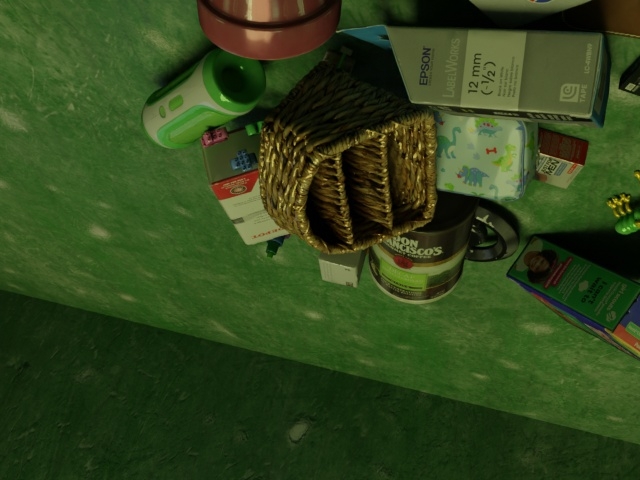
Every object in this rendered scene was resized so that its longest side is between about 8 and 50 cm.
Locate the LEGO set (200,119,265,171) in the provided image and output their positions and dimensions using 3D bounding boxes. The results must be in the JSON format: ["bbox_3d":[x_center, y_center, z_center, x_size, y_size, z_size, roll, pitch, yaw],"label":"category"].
[{"bbox_3d":[-0.103,-0.183,1.565,0.227,0.087,0.093,-19,-178,4],"label":"LEGO set"}]

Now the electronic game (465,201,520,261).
[{"bbox_3d":[0.315,-0.024,1.865,0.229,0.048,0.229,19,154,10],"label":"electronic game"}]

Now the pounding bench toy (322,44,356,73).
[{"bbox_3d":[0.025,-0.279,1.445,0.052,0.065,0.083,20,158,-7],"label":"pounding bench toy"}]

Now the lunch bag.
[{"bbox_3d":[0.250,-0.166,1.434,0.219,0.090,0.176,12,128,28],"label":"lunch bag"}]

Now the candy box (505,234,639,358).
[{"bbox_3d":[0.588,0.137,1.799,0.268,0.122,0.317,33,179,-34],"label":"candy box"}]

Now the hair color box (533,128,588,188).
[{"bbox_3d":[0.370,-0.153,1.517,0.167,0.053,0.093,17,158,3],"label":"hair color box"}]

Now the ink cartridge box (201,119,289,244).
[{"bbox_3d":[-0.103,-0.118,1.757,0.197,0.114,0.273,-17,152,3],"label":"ink cartridge box"}]

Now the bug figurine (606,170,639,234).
[{"bbox_3d":[0.659,-0.032,1.571,0.279,0.072,0.216,22,158,-14],"label":"bug figurine"}]

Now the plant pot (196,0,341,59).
[{"bbox_3d":[-0.070,-0.372,1.151,0.201,0.201,0.180,13,142,10],"label":"plant pot"}]

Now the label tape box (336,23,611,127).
[{"bbox_3d":[0.221,-0.230,1.224,0.348,0.115,0.249,6,-174,20],"label":"label tape box"}]

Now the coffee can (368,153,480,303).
[{"bbox_3d":[0.195,-0.027,1.691,0.202,0.201,0.275,13,150,10],"label":"coffee can"}]

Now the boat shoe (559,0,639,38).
[{"bbox_3d":[0.453,-0.285,1.054,0.324,0.120,0.122,3,154,30],"label":"boat shoe"}]

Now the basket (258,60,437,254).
[{"bbox_3d":[0.044,-0.096,1.404,0.223,0.213,0.299,29,154,22],"label":"basket"}]

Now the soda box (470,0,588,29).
[{"bbox_3d":[0.312,-0.351,1.035,0.098,0.091,0.286,30,155,-33],"label":"soda box"}]

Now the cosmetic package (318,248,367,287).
[{"bbox_3d":[0.063,-0.034,1.778,0.085,0.231,0.117,13,157,9],"label":"cosmetic package"}]

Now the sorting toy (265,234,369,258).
[{"bbox_3d":[0.000,0.000,2.048,0.366,0.126,0.127,-4,150,40],"label":"sorting toy"}]

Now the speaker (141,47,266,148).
[{"bbox_3d":[-0.221,-0.257,1.595,0.131,0.131,0.296,29,155,-27],"label":"speaker"}]

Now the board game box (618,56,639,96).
[{"bbox_3d":[0.522,-0.248,1.216,0.126,0.026,0.186,18,158,-4],"label":"board game box"}]
